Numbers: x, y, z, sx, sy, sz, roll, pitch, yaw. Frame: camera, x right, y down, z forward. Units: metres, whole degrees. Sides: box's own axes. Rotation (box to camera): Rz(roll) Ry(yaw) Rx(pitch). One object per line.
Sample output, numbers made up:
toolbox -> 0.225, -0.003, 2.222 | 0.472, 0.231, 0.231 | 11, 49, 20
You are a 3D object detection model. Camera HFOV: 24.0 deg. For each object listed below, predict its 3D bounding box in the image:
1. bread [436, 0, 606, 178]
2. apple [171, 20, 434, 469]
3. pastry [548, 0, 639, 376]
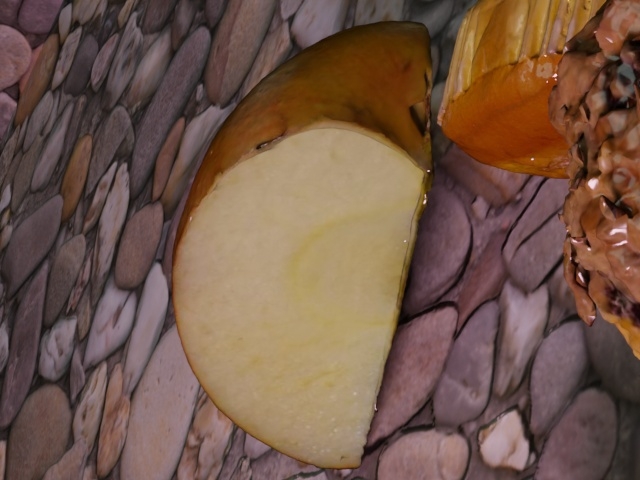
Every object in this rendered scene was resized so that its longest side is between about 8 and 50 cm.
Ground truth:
bread -> 0.160, -0.103, 0.947 | 0.190, 0.132, 0.114 | -21, 53, 64
apple -> 0.000, 0.000, 1.100 | 0.179, 0.254, 0.346 | 38, 138, 31
pastry -> 0.225, -0.026, 0.657 | 0.193, 0.275, 0.275 | 26, -98, -78
